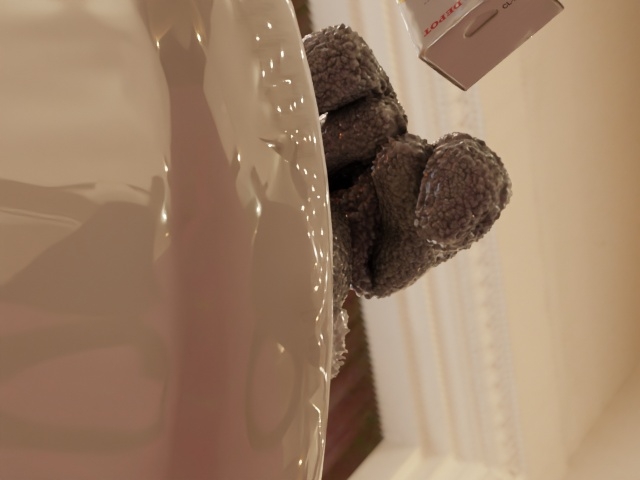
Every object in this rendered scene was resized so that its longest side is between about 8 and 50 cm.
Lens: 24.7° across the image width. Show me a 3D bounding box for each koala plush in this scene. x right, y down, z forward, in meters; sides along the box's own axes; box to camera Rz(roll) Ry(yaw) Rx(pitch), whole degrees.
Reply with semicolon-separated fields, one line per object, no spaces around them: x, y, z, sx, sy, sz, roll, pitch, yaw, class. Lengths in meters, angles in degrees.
0.000;0.000;1.075;0.196;0.221;0.203;42;-13;16;koala plush

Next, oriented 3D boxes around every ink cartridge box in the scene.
0.140;-0.246;1.386;0.127;0.175;0.072;-39;-50;23;ink cartridge box

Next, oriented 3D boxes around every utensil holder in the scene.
-0.244;0.017;0.386;0.328;0.386;0.327;-5;-96;59;utensil holder
